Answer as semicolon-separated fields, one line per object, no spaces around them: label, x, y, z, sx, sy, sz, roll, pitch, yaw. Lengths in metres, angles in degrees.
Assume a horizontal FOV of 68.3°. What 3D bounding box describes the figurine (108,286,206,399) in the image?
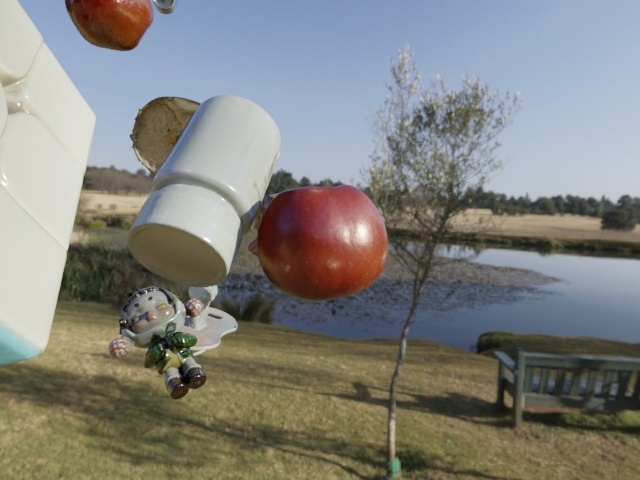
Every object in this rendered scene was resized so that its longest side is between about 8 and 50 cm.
figurine;-0.454;0.276;1.359;0.281;0.167;0.370;-28;58;-22

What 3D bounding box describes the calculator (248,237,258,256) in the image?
calculator;-0.107;0.039;1.400;0.127;0.190;0.034;-38;26;24

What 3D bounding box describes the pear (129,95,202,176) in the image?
pear;-0.368;-0.299;1.303;0.267;0.267;0.178;1;34;6

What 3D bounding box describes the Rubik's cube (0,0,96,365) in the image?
Rubik's cube;-0.374;-0.075;0.312;0.290;0.291;0.291;-14;-38;2

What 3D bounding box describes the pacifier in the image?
pacifier;-0.417;0.270;1.599;0.273;0.220;0.332;-39;0;17

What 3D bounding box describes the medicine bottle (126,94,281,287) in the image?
medicine bottle;-0.222;-0.108;0.964;0.211;0.371;0.211;9;-37;7

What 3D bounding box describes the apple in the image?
apple;0.000;0.000;0.947;0.260;0.216;0.260;-6;5;1

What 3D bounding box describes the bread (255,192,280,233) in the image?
bread;-0.129;-0.034;1.616;0.148;0.269;0.270;-17;10;-28

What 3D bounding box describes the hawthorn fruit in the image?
hawthorn fruit;-0.442;-0.480;0.952;0.163;0.162;0.203;1;-3;11

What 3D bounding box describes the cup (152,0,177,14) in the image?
cup;-0.506;-0.775;1.498;0.100;0.078;0.077;36;5;-21
